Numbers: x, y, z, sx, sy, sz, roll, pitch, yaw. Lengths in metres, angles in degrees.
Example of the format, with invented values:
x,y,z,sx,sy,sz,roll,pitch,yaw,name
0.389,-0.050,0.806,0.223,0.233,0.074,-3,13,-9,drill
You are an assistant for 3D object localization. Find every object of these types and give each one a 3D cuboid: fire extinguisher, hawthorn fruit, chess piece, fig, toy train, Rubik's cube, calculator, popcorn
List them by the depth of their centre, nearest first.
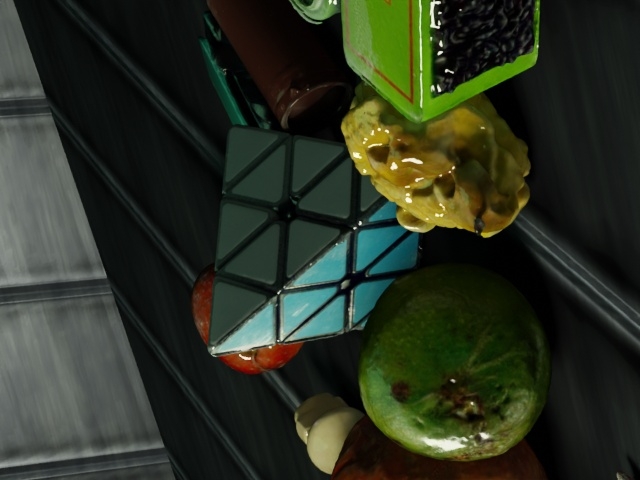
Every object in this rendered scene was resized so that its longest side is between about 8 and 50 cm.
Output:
x,y,z,sx,sy,sz,roll,pitch,yaw,name
0.071,-0.274,1.651,0.249,0.173,0.307,46,153,37,toy train
0.113,-0.087,1.805,0.194,0.140,0.163,40,171,0,popcorn
0.137,0.124,1.959,0.235,0.203,0.203,20,-134,-83,fig
0.128,0.283,2.048,0.258,0.258,0.261,93,157,-55,hawthorn fruit
0.002,0.000,2.134,0.228,0.233,0.228,-82,-5,-80,Rubik's cube
-0.068,-0.246,2.220,0.269,0.105,0.105,59,161,28,fire extinguisher
-0.069,-0.134,2.376,0.248,0.058,0.274,78,167,-79,calculator
0.067,0.312,2.506,0.397,0.117,0.117,46,153,54,chess piece
-0.091,0.100,2.631,0.173,0.173,0.173,57,160,33,hawthorn fruit

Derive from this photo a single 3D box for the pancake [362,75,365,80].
x,y,z,sx,sy,sz,roll,pitch,yaw,name
0.082,-0.180,1.946,0.222,0.042,0.236,68,167,-19,pancake

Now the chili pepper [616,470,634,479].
x,y,z,sx,sy,sz,roll,pitch,yaw,name
0.311,0.295,1.838,0.050,0.041,0.153,-9,87,53,chili pepper
